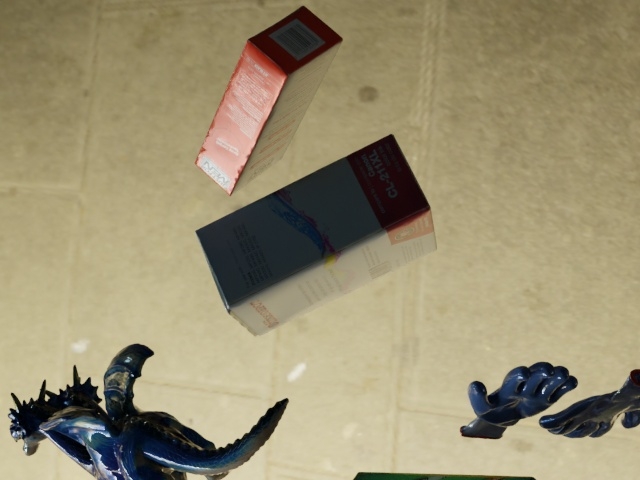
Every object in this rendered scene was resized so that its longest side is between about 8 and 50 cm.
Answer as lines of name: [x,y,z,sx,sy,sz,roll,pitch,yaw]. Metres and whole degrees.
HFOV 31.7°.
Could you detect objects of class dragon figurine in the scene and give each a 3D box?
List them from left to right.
dragon figurine: [-0.137,0.130,0.785,0.144,0.085,0.289,51,147,0]

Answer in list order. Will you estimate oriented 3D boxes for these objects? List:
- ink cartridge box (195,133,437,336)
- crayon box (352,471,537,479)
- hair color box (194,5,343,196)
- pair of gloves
ink cartridge box: [0.000,0.000,0.917,0.175,0.127,0.072,-26,73,0]
crayon box: [0.138,0.298,1.040,0.165,0.081,0.278,47,151,-14]
hair color box: [-0.041,-0.104,0.856,0.043,0.072,0.141,41,138,10]
pair of gloves: [0.218,0.148,1.032,0.159,0.198,0.023,121,150,-54]
